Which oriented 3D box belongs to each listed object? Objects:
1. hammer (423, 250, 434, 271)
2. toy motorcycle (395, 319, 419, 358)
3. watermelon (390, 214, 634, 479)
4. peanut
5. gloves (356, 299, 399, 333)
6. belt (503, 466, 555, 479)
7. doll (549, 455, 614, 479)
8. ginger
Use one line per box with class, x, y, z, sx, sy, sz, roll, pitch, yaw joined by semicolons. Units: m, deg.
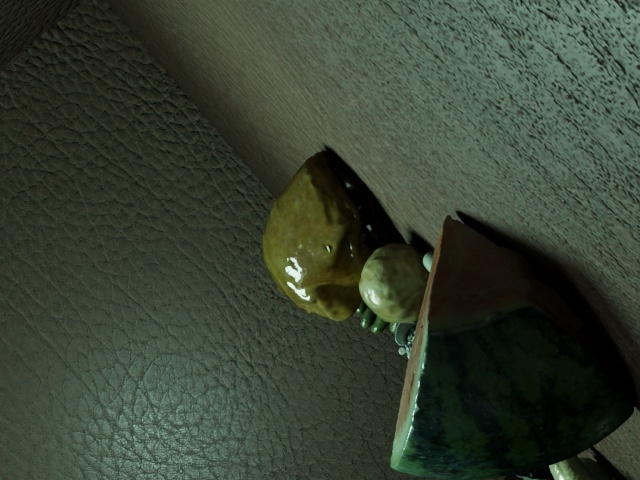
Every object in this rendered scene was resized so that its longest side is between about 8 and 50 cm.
hammer;0.186;0.050;1.563;0.083;0.031;0.052;45;-176;-40
toy motorcycle;0.219;0.193;2.054;0.150;0.102;0.221;21;171;7
watermelon;0.151;0.131;1.164;0.292;0.250;0.283;43;167;41
peanut;0.131;0.070;1.687;0.129;0.129;0.224;49;-175;7
gloves;0.105;0.071;2.109;0.135;0.107;0.268;-127;16;-64
belt;0.433;0.507;2.039;0.164;0.184;0.289;53;171;-4
doll;0.446;0.412;1.601;0.278;0.175;0.149;-122;34;-49
ginger;-0.002;-0.002;1.817;0.269;0.223;0.200;50;180;-42
